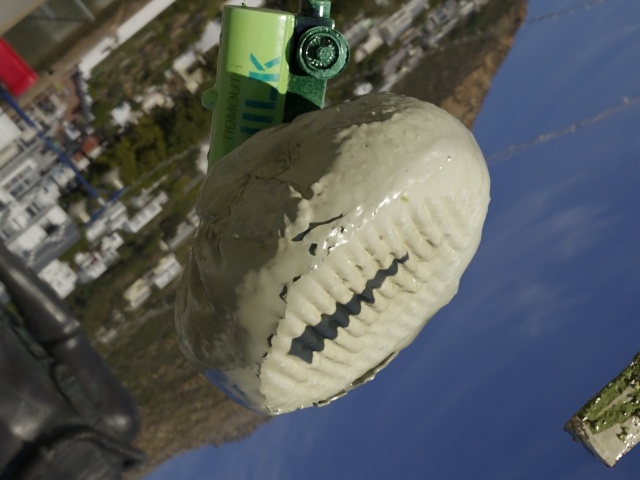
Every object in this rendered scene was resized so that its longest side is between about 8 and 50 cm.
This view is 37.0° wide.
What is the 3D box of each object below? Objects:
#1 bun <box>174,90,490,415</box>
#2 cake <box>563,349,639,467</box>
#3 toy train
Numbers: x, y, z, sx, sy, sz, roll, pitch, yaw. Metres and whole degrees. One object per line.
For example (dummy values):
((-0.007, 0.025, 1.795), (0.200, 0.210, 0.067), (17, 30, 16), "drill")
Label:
((0.000, 0.000, 0.975), (0.360, 0.211, 0.359), (-32, 151, -20), "bun")
((0.254, 0.122, 0.754), (0.140, 0.051, 0.055), (-38, 159, -14), "cake")
((-0.059, -0.156, 1.102), (0.157, 0.253, 0.105), (4, -162, -10), "toy train")
